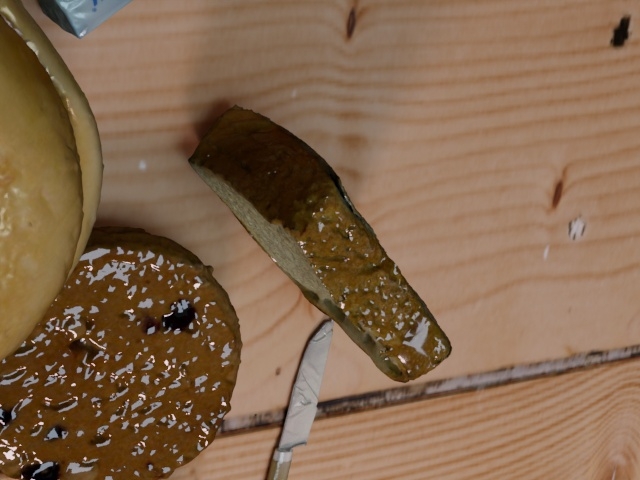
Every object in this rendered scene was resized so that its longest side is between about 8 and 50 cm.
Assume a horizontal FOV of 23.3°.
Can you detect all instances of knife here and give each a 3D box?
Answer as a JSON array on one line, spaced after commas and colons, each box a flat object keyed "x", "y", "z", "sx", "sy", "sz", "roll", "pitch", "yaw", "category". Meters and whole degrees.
[{"x": -0.029, "y": 0.217, "z": 1.696, "sx": 0.047, "sy": 0.017, "sz": 0.298, "roll": 2, "pitch": 109, "yaw": -37, "category": "knife"}]

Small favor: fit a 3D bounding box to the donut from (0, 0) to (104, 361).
[{"x": -0.376, "y": -0.042, "z": 1.207, "sx": 0.449, "sy": 0.198, "sz": 0.449, "roll": -16, "pitch": 123, "yaw": -27, "category": "donut"}]

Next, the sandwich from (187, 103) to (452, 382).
[{"x": 0.001, "y": -0.001, "z": 1.463, "sx": 0.087, "sy": 0.226, "sz": 0.251, "roll": -44, "pitch": 131, "yaw": -9, "category": "sandwich"}]

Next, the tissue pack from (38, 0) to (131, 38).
[{"x": -0.146, "y": -0.314, "z": 1.290, "sx": 0.263, "sy": 0.089, "sz": 0.177, "roll": -36, "pitch": 130, "yaw": -12, "category": "tissue pack"}]

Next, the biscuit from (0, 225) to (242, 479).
[{"x": -0.209, "y": 0.116, "z": 1.482, "sx": 0.296, "sy": 0.075, "sz": 0.296, "roll": -12, "pitch": 120, "yaw": -22, "category": "biscuit"}]
